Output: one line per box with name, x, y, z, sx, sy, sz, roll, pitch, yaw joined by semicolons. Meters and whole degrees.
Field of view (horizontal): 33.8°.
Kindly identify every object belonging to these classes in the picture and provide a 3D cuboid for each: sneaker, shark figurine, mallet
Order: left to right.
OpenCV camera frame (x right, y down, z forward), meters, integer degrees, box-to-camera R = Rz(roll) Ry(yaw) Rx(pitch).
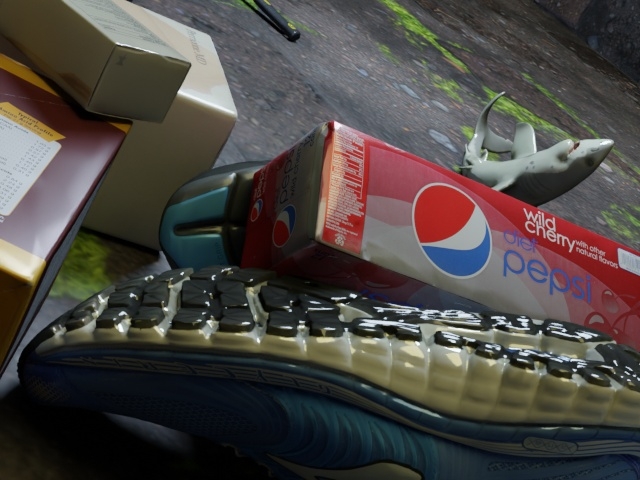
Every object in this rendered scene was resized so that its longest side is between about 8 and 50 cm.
mallet;-0.085;-0.327;1.407;0.190;0.039;0.062;45;24;17
sneaker;0.000;0.000;0.793;0.140;0.125;0.341;21;11;40
sneaker;0.005;0.103;0.538;0.330;0.147;0.130;11;11;3
shark figurine;0.218;-0.063;1.208;0.116;0.166;0.278;51;-2;-21

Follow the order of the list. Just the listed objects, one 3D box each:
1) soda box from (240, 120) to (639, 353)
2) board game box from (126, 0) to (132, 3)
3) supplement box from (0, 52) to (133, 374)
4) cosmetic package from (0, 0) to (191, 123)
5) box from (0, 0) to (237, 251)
soda box;0.085;0.020;0.659;0.263;0.092;0.083;21;60;-26
board game box;-0.323;-0.314;1.071;0.243;0.042;0.165;11;31;-40
supplement box;-0.219;-0.017;0.502;0.191;0.129;0.194;27;24;-10
cosmetic package;-0.132;-0.113;0.586;0.115;0.041;0.060;41;21;32
box;-0.225;-0.117;0.702;0.311;0.121;0.148;18;27;-28
